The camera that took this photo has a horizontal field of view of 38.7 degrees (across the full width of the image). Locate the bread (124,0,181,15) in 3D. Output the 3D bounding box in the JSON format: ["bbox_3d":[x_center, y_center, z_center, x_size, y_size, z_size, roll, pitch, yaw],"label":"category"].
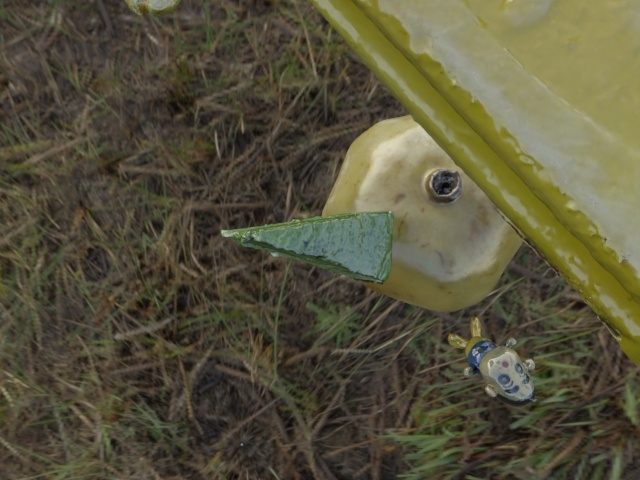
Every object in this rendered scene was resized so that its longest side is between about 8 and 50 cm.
[{"bbox_3d":[-0.134,-0.202,0.698,0.049,0.033,0.088,-19,44,-9],"label":"bread"}]

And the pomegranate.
[{"bbox_3d":[0.169,-0.042,1.457,0.333,0.332,0.332,1,77,-5],"label":"pomegranate"}]

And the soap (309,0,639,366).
[{"bbox_3d":[0.120,-0.118,0.406,0.199,0.091,0.315,-41,85,-1],"label":"soap"}]

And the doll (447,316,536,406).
[{"bbox_3d":[0.271,0.191,1.419,0.102,0.089,0.179,-35,53,-12],"label":"doll"}]

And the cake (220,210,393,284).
[{"bbox_3d":[-0.012,-0.015,1.191,0.235,0.100,0.099,16,82,-35],"label":"cake"}]
